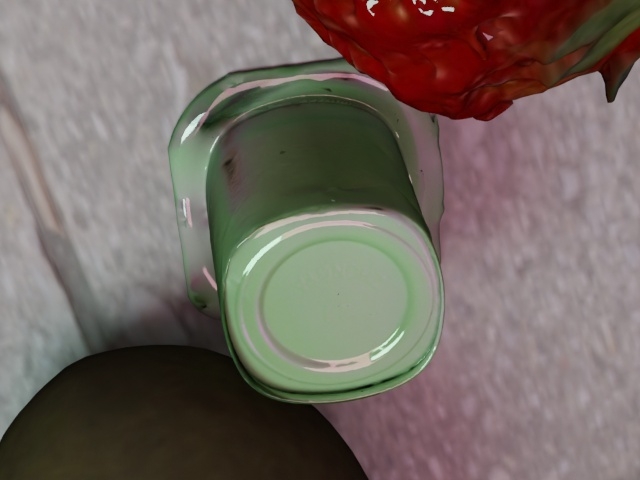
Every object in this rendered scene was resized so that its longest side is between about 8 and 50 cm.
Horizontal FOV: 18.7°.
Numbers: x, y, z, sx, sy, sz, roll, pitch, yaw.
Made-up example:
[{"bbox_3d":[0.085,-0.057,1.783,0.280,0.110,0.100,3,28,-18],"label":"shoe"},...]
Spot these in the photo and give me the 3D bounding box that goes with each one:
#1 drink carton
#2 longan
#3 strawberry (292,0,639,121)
[{"bbox_3d":[0.000,0.000,0.987,0.146,0.142,0.144,-7,115,-2],"label":"drink carton"},{"bbox_3d":[-0.069,0.169,1.020,0.248,0.248,0.248,-3,115,-6],"label":"longan"},{"bbox_3d":[0.075,-0.217,0.852,0.291,0.310,0.292,-22,141,-19],"label":"strawberry"}]
